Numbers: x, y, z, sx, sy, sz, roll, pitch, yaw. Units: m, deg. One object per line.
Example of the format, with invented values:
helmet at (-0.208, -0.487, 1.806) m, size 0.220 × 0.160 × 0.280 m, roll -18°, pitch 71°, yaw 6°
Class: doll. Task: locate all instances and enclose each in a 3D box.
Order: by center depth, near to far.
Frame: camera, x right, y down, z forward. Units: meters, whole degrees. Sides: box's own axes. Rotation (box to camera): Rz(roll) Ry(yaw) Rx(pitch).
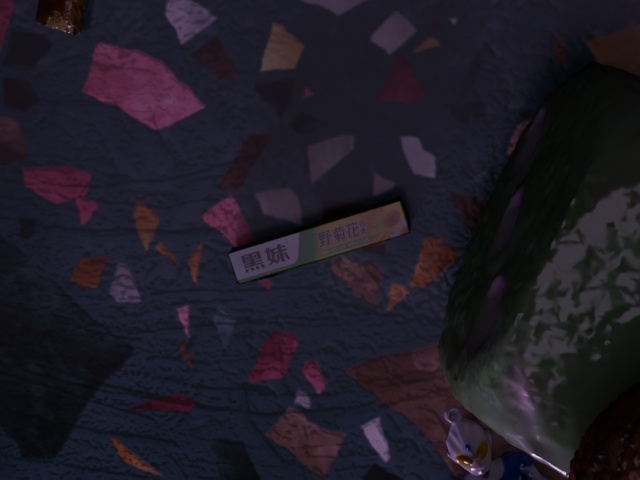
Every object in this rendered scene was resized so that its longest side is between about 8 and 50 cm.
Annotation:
doll at (0.181, 0.260, 1.772) m, size 0.114 × 0.057 × 0.227 m, roll -33°, pitch 99°, yaw 14°

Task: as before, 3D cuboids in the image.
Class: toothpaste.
toothpaste at (0.000, 0.000, 1.736) m, size 0.178 × 0.043 × 0.037 m, roll -17°, pitch 100°, yaw 8°

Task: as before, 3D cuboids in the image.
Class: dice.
dice at (0.303, 0.045, 1.579) m, size 0.318 × 0.330 × 0.322 m, roll 25°, pitch 103°, yaw -7°

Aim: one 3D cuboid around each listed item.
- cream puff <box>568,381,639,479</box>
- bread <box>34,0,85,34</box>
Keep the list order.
cream puff at (0.303, 0.203, 1.369) m, size 0.240 × 0.164 × 0.240 m, roll -1°, pitch 94°, yaw -10°
bread at (-0.244, -0.242, 1.709) m, size 0.047 × 0.036 × 0.083 m, roll 14°, pitch 104°, yaw 10°
